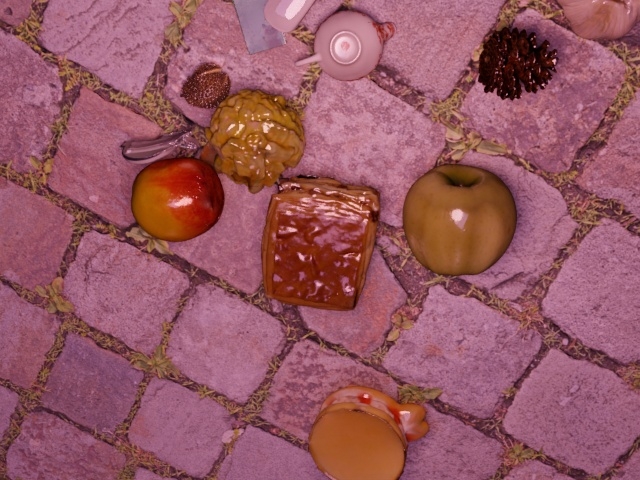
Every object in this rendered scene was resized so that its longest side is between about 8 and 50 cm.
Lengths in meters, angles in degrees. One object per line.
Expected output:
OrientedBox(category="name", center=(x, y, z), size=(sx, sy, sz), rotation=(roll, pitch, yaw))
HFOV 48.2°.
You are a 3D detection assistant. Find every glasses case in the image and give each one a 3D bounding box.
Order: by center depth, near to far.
OrientedBox(category="glasses case", center=(-0.040, -0.586, 1.641), size=(0.092, 0.059, 0.233), rotation=(37, 106, -11))

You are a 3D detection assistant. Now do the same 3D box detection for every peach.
OrientedBox(category="peach", center=(-0.351, -0.104, 1.768), size=(0.231, 0.231, 0.230), rotation=(3, 109, 7))

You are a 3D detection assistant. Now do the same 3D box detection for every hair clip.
OrientedBox(category="hair clip", center=(-0.407, -0.239, 1.776), size=(0.220, 0.140, 0.054), rotation=(-10, 123, 11))

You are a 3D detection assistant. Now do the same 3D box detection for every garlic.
OrientedBox(category="garlic", center=(0.617, -0.540, 1.521), size=(0.228, 0.152, 0.227), rotation=(5, 112, 12))

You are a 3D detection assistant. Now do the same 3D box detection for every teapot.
OrientedBox(category="teapot", center=(0.052, -0.449, 1.665), size=(0.246, 0.116, 0.159), rotation=(-8, 119, 17))

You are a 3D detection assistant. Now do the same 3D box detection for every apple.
OrientedBox(category="apple", center=(0.331, -0.047, 1.698), size=(0.279, 0.279, 0.278), rotation=(3, 109, 7))

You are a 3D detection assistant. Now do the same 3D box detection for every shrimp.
OrientedBox(category="shrimp", center=(-0.234, -0.232, 1.804), size=(0.095, 0.045, 0.162), rotation=(44, 107, -8))

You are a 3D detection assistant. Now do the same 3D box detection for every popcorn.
OrientedBox(category="popcorn", center=(-0.152, -0.228, 1.699), size=(0.259, 0.212, 0.259), rotation=(-7, 113, -16))

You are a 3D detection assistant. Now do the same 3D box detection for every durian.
OrientedBox(category="durian", center=(-0.293, -0.370, 1.752), size=(0.140, 0.071, 0.110), rotation=(-16, 106, 18))

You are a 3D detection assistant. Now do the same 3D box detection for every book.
OrientedBox(category="book", center=(-0.142, -0.522, 1.704), size=(0.103, 0.017, 0.134), rotation=(-13, 107, 13))

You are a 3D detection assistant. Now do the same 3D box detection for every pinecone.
OrientedBox(category="pinecone", center=(0.449, -0.394, 1.600), size=(0.165, 0.163, 0.162), rotation=(0, 110, -6))

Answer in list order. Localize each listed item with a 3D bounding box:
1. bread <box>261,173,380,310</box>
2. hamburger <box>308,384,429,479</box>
OrientedBox(category="bread", center=(0.000, 0.000, 1.787), size=(0.278, 0.167, 0.324), rotation=(8, 110, 5))
OrientedBox(category="hamburger", center=(0.132, 0.517, 1.940), size=(0.303, 0.186, 0.260), rotation=(-18, 105, 24))
